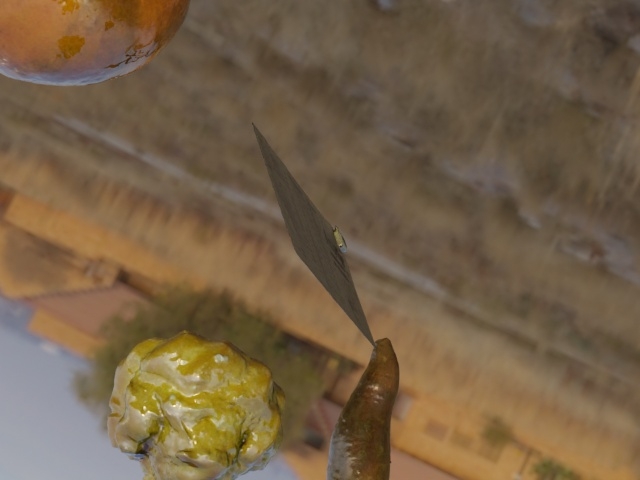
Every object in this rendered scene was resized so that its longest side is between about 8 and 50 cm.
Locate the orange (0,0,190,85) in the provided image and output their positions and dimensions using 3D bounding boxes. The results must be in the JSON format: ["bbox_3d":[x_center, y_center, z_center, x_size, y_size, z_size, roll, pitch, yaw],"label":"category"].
[{"bbox_3d":[-0.217,-0.233,1.162,0.171,0.240,0.240,-16,144,39],"label":"orange"}]

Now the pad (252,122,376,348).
[{"bbox_3d":[-0.001,0.000,1.463,0.265,0.009,0.159,51,-163,-58],"label":"pad"}]

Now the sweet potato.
[{"bbox_3d":[0.052,0.233,1.639,0.077,0.243,0.077,12,160,4],"label":"sweet potato"}]

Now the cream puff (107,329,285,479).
[{"bbox_3d":[-0.099,0.145,1.071,0.146,0.116,0.146,12,150,7],"label":"cream puff"}]
